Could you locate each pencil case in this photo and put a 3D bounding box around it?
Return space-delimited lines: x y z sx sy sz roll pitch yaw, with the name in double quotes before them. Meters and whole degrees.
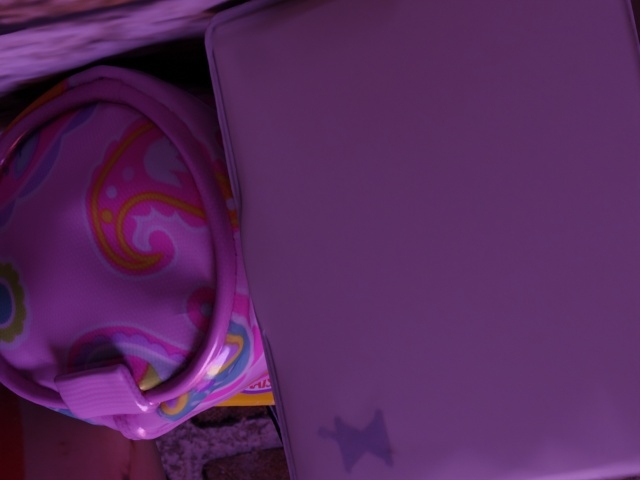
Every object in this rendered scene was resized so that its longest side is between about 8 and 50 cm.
"pencil case" 0.000 0.000 0.557 0.124 0.124 0.284 -13 175 31

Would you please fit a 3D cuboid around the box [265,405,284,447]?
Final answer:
"box" 0.225 0.115 0.923 0.471 0.297 0.480 -24 175 -4

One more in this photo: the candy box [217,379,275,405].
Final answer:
"candy box" -0.107 0.029 0.645 0.105 0.027 0.206 2 -166 -45

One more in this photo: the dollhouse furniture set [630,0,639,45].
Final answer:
"dollhouse furniture set" 0.178 -0.030 0.293 0.212 0.161 0.242 -11 176 5

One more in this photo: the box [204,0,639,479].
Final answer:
"box" 0.091 -0.008 0.464 0.127 0.149 0.232 -14 175 32

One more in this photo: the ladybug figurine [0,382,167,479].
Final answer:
"ladybug figurine" -0.153 0.199 0.621 0.162 0.305 0.449 4 -167 -12
